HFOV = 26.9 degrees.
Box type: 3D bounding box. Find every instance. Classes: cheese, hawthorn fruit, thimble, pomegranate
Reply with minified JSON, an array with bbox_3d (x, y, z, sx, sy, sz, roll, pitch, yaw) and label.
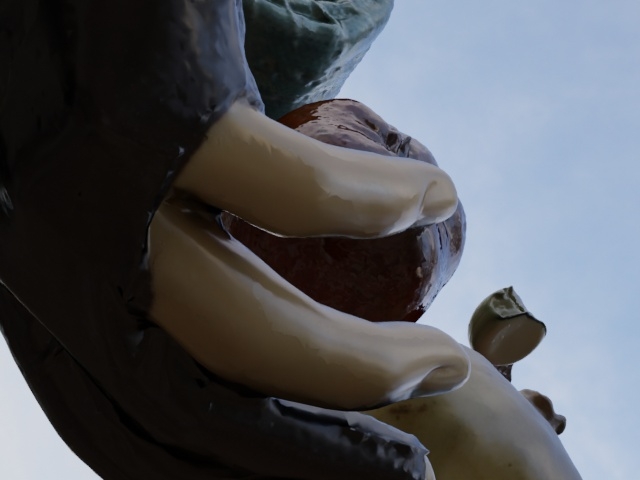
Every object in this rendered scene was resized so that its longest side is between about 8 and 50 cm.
[{"bbox_3d":[0.229,0.123,1.633,0.171,0.092,0.047,63,3,-49],"label":"cheese"},{"bbox_3d":[0.000,0.000,0.982,0.202,0.185,0.185,-38,-97,33],"label":"hawthorn fruit"},{"bbox_3d":[-0.055,-0.203,1.110,0.143,0.198,0.235,-55,-143,41],"label":"thimble"},{"bbox_3d":[0.084,0.239,1.144,0.332,0.332,0.332,27,-49,36],"label":"pomegranate"}]

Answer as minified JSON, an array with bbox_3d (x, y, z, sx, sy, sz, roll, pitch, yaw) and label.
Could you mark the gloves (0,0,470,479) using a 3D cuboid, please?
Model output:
[{"bbox_3d":[-0.053,-0.012,0.485,0.301,0.152,0.197,60,-19,-9],"label":"gloves"}]
